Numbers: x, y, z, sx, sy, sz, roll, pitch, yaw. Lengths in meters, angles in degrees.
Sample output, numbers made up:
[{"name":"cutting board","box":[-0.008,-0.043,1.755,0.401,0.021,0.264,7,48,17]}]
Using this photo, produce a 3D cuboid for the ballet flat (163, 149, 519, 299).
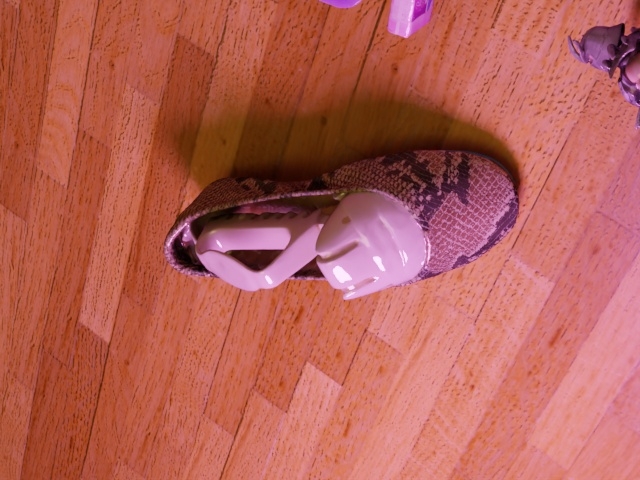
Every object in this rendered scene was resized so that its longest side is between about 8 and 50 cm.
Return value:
[{"name":"ballet flat","box":[0.000,0.000,1.646,0.482,0.182,0.164,-3,117,41]}]

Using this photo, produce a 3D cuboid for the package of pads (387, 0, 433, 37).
[{"name":"package of pads","box":[0.098,-0.259,1.469,0.032,0.050,0.083,28,135,21]}]

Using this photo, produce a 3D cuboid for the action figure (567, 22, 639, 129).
[{"name":"action figure","box":[0.350,-0.116,1.286,0.285,0.185,0.099,32,122,7]}]

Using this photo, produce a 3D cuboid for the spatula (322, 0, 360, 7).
[{"name":"spatula","box":[0.030,-0.381,1.451,0.084,0.030,0.296,26,133,21]}]
